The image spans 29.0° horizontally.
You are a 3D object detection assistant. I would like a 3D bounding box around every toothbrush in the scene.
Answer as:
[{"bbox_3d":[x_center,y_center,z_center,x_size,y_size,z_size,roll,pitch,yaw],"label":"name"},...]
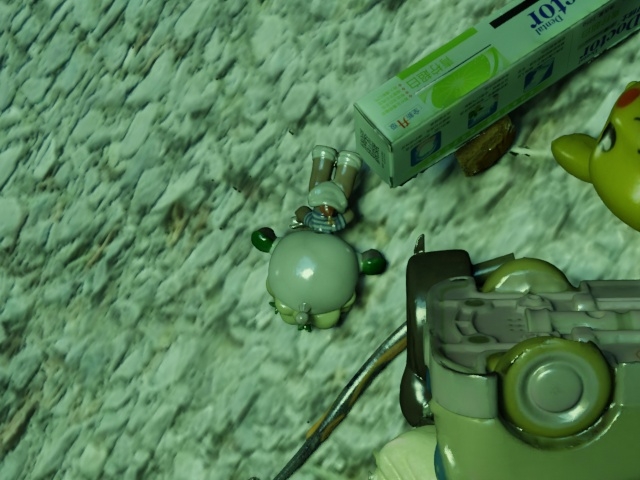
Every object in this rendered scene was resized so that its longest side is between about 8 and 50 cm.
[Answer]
[{"bbox_3d":[0.012,0.182,1.303,0.321,0.023,0.031,-45,74,8],"label":"toothbrush"}]

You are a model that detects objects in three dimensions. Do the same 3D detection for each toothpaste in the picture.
[{"bbox_3d":[0.183,-0.175,1.204,0.336,0.081,0.067,-34,64,-14],"label":"toothpaste"}]

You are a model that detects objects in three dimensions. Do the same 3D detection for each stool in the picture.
[{"bbox_3d":[0.136,0.099,1.213,0.121,0.125,0.217,-2,97,3],"label":"stool"}]

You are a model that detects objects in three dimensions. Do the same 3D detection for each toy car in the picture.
[{"bbox_3d":[0.258,0.146,1.037,0.336,0.242,0.226,-4,106,4],"label":"toy car"}]

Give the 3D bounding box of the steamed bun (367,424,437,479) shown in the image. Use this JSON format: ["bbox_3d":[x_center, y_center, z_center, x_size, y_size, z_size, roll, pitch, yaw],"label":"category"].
[{"bbox_3d":[0.147,0.338,1.111,0.275,0.206,0.320,7,83,41],"label":"steamed bun"}]

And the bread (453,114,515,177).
[{"bbox_3d":[0.159,-0.116,1.273,0.070,0.083,0.077,-32,67,7],"label":"bread"}]

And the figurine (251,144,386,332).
[{"bbox_3d":[0.000,0.001,1.316,0.147,0.093,0.197,12,74,3],"label":"figurine"}]

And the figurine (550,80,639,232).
[{"bbox_3d":[0.354,-0.115,1.141,0.327,0.169,0.218,-45,58,13],"label":"figurine"}]
